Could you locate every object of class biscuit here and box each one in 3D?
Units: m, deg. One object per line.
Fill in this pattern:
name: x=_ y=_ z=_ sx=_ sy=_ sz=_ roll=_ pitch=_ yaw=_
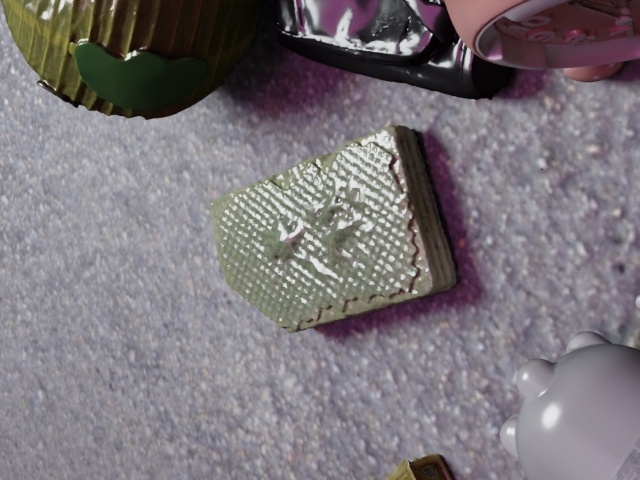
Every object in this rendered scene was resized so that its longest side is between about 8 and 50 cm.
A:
biscuit: x=0.000 y=0.000 z=1.138 sx=0.252 sy=0.052 sz=0.150 roll=-18 pitch=83 yaw=43

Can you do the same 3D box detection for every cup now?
cup: x=0.217 y=0.126 z=0.896 sx=0.142 sy=0.134 sz=0.173 roll=40 pitch=121 yaw=35

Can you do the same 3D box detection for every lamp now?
lamp: x=-0.192 y=-0.235 z=1.129 sx=0.250 sy=0.284 sz=0.250 roll=-170 pitch=90 yaw=-75

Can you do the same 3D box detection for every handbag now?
handbag: x=0.067 y=-0.265 z=1.027 sx=0.244 sy=0.088 sz=0.275 roll=20 pitch=107 yaw=36

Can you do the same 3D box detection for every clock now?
clock: x=0.184 y=-0.200 z=0.817 sx=0.227 sy=0.241 sz=0.142 roll=-16 pitch=81 yaw=44

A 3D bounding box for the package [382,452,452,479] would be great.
package: x=0.097 y=0.254 z=1.080 sx=0.071 sy=0.047 sz=0.131 roll=-42 pitch=65 yaw=34
